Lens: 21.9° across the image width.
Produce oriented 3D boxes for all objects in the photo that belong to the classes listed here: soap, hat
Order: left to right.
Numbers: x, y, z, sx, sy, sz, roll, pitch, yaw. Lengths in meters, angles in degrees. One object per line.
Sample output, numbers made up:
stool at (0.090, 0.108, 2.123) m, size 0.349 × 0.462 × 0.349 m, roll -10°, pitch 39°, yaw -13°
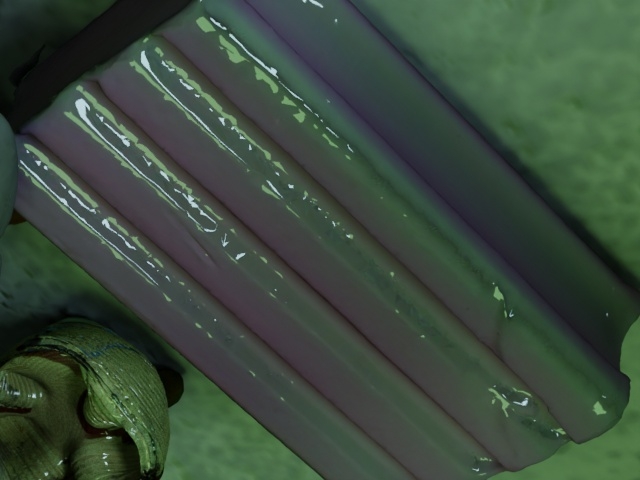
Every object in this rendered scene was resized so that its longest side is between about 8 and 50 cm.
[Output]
hat at (-0.093, 0.068, 0.644) m, size 0.077 × 0.059 × 0.076 m, roll -34°, pitch 99°, yaw 32°
soap at (0.000, 0.000, 0.543) m, size 0.122 × 0.065 × 0.203 m, roll -29°, pitch 118°, yaw 36°

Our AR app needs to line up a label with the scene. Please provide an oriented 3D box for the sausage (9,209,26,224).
sausage at (-0.161, -0.061, 0.549) m, size 0.062 × 0.054 × 0.183 m, roll 8°, pitch 144°, yaw 51°

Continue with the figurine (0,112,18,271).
figurine at (-0.231, 0.061, 0.554) m, size 0.342 × 0.167 × 0.285 m, roll -30°, pitch 112°, yaw 2°
